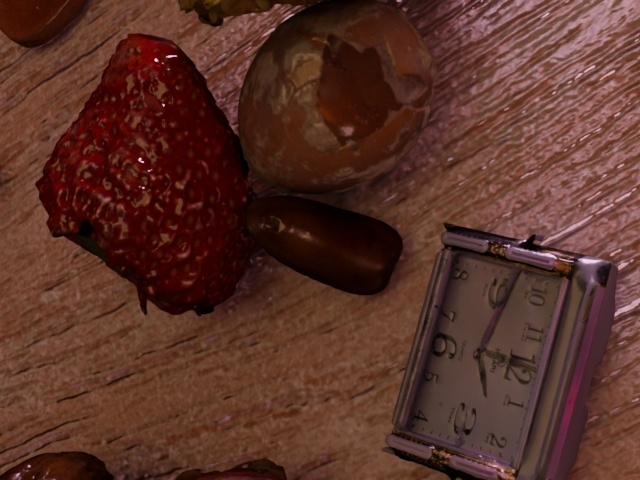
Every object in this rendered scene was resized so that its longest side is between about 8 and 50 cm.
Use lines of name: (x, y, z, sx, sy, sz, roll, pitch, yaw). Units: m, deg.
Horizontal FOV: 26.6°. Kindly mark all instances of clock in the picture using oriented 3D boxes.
clock: (0.175, 0.115, 1.319, 0.186, 0.083, 0.253, 15, 89, 32)

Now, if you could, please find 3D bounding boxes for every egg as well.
egg: (0.013, -0.146, 1.411, 0.233, 0.195, 0.195, -38, 63, 17)

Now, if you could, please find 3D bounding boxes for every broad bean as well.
broad bean: (0.000, 0.000, 1.417, 0.114, 0.165, 0.084, 5, 76, 68)

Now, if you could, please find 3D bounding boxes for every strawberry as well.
strawberry: (-0.175, -0.063, 1.486, 0.261, 0.261, 0.257, 29, 80, 32)

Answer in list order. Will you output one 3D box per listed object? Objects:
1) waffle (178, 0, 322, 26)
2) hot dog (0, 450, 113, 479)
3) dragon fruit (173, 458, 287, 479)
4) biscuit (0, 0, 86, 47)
waffle: (0.021, -0.289, 1.394, 0.302, 0.325, 0.068, 2, 112, 46)
hot dog: (-0.314, 0.364, 1.470, 0.387, 0.174, 0.267, 142, 134, -66)
dragon fruit: (-0.103, 0.320, 1.379, 0.147, 0.282, 0.211, -21, 51, 67)
biscuit: (-0.369, -0.355, 1.778, 0.192, 0.036, 0.186, 44, 101, 31)
